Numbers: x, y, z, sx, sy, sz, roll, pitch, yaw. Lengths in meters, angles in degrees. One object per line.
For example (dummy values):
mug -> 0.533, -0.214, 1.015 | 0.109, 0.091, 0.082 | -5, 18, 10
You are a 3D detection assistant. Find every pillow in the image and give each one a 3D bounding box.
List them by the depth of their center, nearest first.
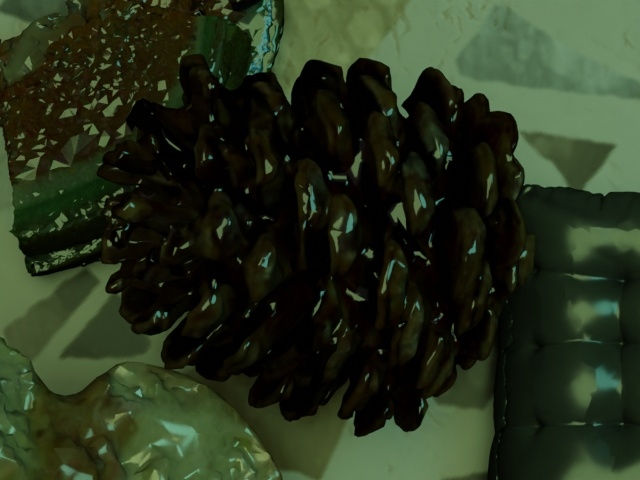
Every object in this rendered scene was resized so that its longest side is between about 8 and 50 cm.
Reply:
pillow -> 0.270, 0.083, 1.127 | 0.326, 0.101, 0.228 | 3, 80, 0

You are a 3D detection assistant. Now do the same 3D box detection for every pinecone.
pinecone -> 0.000, 0.000, 1.065 | 0.273, 0.224, 0.224 | 3, 83, -21

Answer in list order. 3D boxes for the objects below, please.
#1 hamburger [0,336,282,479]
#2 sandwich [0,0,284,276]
hamburger -> -0.160, 0.294, 1.031 | 0.268, 0.287, 0.445 | 7, 66, -34
sandwich -> -0.120, -0.093, 1.160 | 0.235, 0.079, 0.159 | -31, 84, -2
